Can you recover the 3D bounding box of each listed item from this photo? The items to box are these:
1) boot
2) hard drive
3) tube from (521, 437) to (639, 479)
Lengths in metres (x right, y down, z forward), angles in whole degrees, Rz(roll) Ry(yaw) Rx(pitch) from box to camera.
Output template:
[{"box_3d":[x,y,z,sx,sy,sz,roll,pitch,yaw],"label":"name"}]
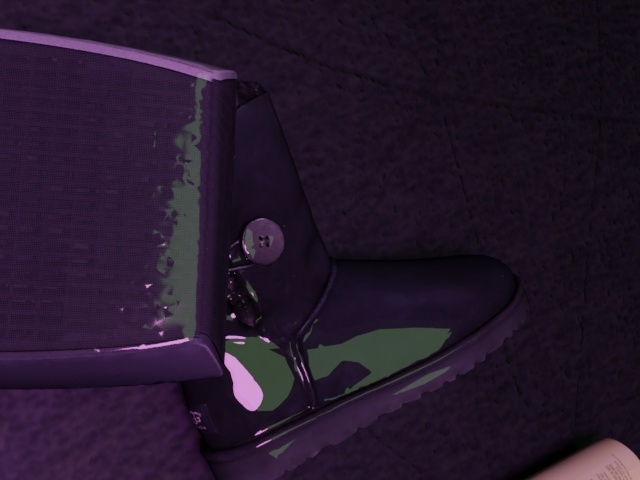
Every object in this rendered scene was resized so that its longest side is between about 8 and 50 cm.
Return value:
[{"box_3d":[0.000,0.000,0.531,0.246,0.094,0.207,-26,101,-25],"label":"boot"},{"box_3d":[-0.167,-0.019,0.408,0.254,0.054,0.172,3,81,-6],"label":"hard drive"},{"box_3d":[0.119,0.208,0.602,0.240,0.062,0.070,-22,51,-26],"label":"tube"}]
